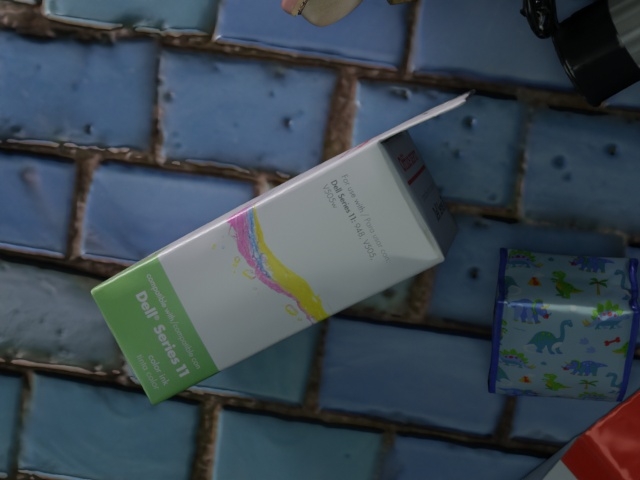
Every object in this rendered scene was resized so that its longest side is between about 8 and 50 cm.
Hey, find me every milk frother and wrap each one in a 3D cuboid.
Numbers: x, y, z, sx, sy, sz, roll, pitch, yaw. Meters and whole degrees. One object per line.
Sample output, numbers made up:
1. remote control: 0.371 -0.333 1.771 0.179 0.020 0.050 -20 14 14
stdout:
1. milk frother: 0.255 -0.199 1.298 0.135 0.143 0.129 -29 82 25

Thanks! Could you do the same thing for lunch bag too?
1. lunch bag: 0.219 0.087 1.386 0.129 0.096 0.151 4 129 7

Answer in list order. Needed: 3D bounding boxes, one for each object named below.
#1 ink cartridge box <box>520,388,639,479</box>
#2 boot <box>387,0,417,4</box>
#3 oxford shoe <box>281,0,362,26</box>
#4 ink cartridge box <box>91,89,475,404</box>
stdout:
1. ink cartridge box: 0.291 0.343 1.419 0.385 0.091 0.308 -40 92 13
2. boot: 0.166 -0.317 1.209 0.270 0.089 0.236 -14 123 -6
3. oxford shoe: 0.142 -0.297 1.312 0.397 0.140 0.146 -38 98 13
4. ink cartridge box: 0.000 0.000 1.341 0.353 0.207 0.119 -27 93 12
